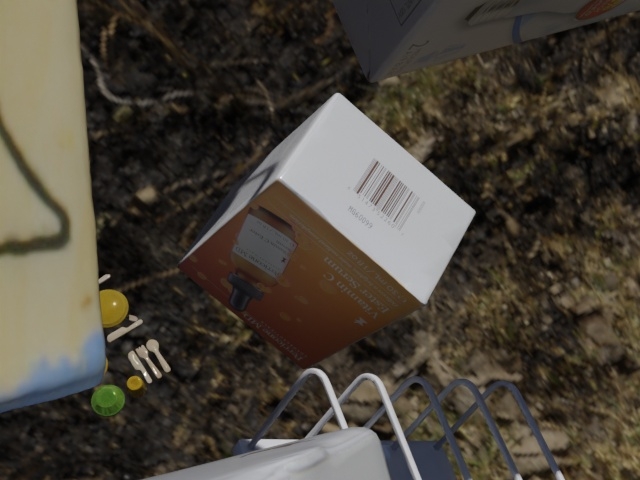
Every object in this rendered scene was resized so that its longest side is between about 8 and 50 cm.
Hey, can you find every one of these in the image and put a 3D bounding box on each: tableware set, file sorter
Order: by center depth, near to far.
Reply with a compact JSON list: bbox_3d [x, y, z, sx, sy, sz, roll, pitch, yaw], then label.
[{"bbox_3d":[0.090,0.248,1.183,0.173,0.277,0.193,-54,44,35],"label":"file sorter"},{"bbox_3d":[-0.245,0.120,1.302,0.104,0.024,0.154,-32,68,-16],"label":"tableware set"}]

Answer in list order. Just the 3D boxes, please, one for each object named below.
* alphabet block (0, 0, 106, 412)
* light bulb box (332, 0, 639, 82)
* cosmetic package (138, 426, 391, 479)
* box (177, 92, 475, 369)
[{"bbox_3d":[-0.201,-0.038,0.360,0.193,0.192,0.197,-4,90,27],"label":"alphabet block"},{"bbox_3d":[0.210,-0.343,0.988,0.361,0.358,0.225,-18,79,-22],"label":"light bulb box"},{"bbox_3d":[-0.104,0.322,0.520,0.327,0.329,0.394,-16,82,12],"label":"cosmetic package"},{"bbox_3d":[0.000,0.000,0.815,0.170,0.130,0.091,-37,17,54],"label":"box"}]
